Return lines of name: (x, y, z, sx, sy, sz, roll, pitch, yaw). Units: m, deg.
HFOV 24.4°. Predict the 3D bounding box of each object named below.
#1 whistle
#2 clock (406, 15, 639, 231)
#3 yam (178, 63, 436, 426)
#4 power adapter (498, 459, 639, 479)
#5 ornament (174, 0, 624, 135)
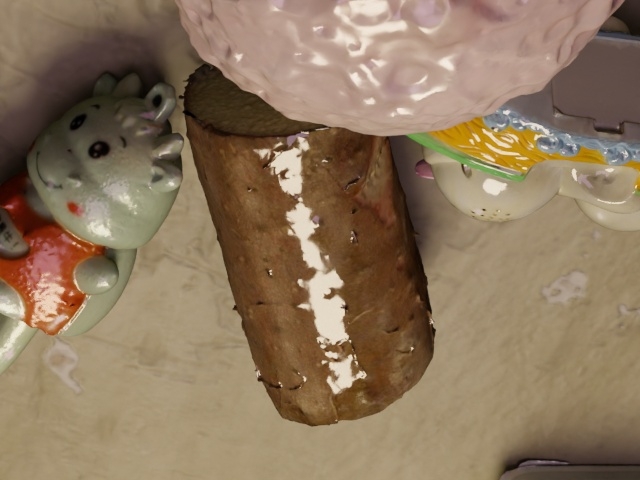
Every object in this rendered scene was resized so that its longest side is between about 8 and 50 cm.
whistle: (-0.166, -0.002, 0.930, 0.105, 0.102, 0.253, 29, 114, -23)
clock: (0.153, -0.064, 0.898, 0.231, 0.103, 0.144, 7, 159, -11)
yam: (-0.002, 0.000, 0.926, 0.128, 0.129, 0.238, -4, 124, 16)
power adapter: (0.215, 0.307, 1.147, 0.187, 0.124, 0.255, 2, 123, -4)
ornament: (0.037, -0.170, 0.742, 0.259, 0.259, 0.225, -5, 108, 0)
